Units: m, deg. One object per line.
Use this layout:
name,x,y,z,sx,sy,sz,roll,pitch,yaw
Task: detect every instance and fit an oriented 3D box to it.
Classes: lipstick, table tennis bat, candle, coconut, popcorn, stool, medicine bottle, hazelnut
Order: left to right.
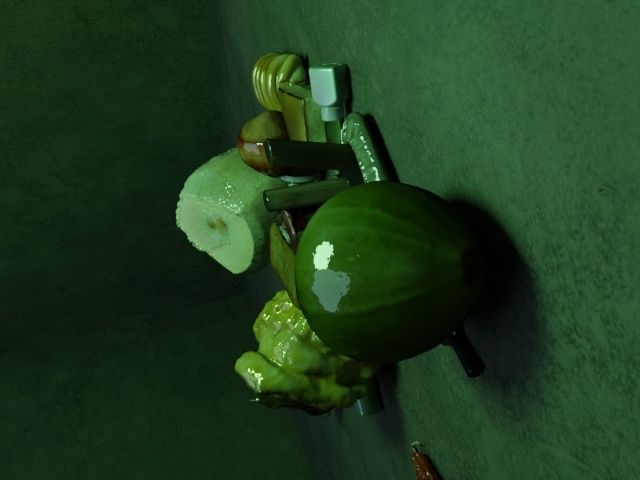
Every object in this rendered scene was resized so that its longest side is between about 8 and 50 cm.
coconut,-0.238,-0.120,2.165,0.404,0.404,0.405,166,90,-77
hazelnut,-0.126,-0.255,1.721,0.182,0.182,0.182,166,90,-77
popcorn,-0.031,0.285,1.609,0.349,0.381,0.349,19,129,25
stool,0.019,-0.070,1.400,0.310,0.226,0.310,106,146,-65
medicine bottle,0.022,-0.327,1.445,0.074,0.055,0.118,10,118,38
lipstick,0.098,0.322,1.785,0.076,0.076,0.304,167,89,-77
candle,0.235,0.511,1.466,0.162,0.053,0.048,-123,28,-60
table tennis bat,0.227,0.146,1.185,0.150,0.027,0.236,90,162,-44

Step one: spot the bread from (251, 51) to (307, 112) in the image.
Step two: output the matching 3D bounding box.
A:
bread,-0.118,-0.433,1.823,0.311,0.121,0.173,-138,34,-66

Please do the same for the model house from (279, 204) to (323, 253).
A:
model house,0.000,0.000,1.693,0.196,0.160,0.254,-147,37,-71

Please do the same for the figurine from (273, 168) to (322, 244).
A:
figurine,-0.060,-0.080,1.838,0.133,0.176,0.236,28,127,52

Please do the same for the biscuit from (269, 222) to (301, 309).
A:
biscuit,-0.066,0.050,1.337,0.247,0.029,0.118,-125,30,-58

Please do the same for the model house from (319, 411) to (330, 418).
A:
model house,-0.009,0.484,2.311,0.188,0.122,0.229,-101,19,-61

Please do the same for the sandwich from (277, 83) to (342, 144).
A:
sandwich,-0.025,-0.284,1.612,0.220,0.108,0.186,-134,34,-62

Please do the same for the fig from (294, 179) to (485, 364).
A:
fig,0.118,0.049,1.018,0.316,0.316,0.316,166,90,-77
